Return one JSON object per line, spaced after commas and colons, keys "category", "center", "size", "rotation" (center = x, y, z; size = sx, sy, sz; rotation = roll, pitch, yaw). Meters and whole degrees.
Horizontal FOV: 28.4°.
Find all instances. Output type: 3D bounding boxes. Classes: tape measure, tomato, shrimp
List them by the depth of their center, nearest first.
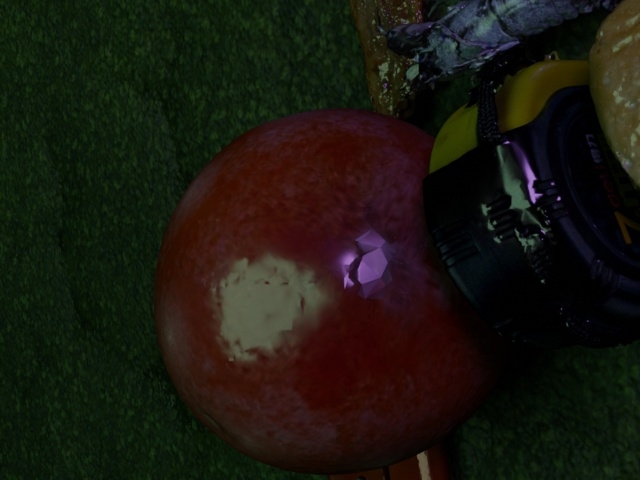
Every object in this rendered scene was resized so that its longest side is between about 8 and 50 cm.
{"category": "tape measure", "center": [0.146, -0.025, 0.789], "size": [0.112, 0.186, 0.199], "rotation": [-30, 74, 41]}
{"category": "shrimp", "center": [0.116, -0.155, 0.847], "size": [0.174, 0.076, 0.082], "rotation": [-19, 76, 26]}
{"category": "tomato", "center": [0.013, 0.038, 0.894], "size": [0.265, 0.265, 0.265], "rotation": [12, 106, 49]}

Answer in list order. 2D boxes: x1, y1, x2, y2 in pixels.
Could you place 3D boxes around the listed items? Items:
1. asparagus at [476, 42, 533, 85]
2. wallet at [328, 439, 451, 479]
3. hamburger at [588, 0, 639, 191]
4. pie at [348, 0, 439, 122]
{"category": "asparagus", "center": [0.135, -0.103, 0.904], "size": [0.045, 0.041, 0.178], "rotation": [-12, 86, 8]}
{"category": "wallet", "center": [0.055, 0.200, 1.053], "size": [0.142, 0.045, 0.204], "rotation": [-8, 90, 51]}
{"category": "hamburger", "center": [0.248, -0.093, 0.705], "size": [0.185, 0.131, 0.159], "rotation": [-30, 64, 42]}
{"category": "pie", "center": [0.056, -0.164, 0.998], "size": [0.092, 0.034, 0.170], "rotation": [-30, 67, 51]}
